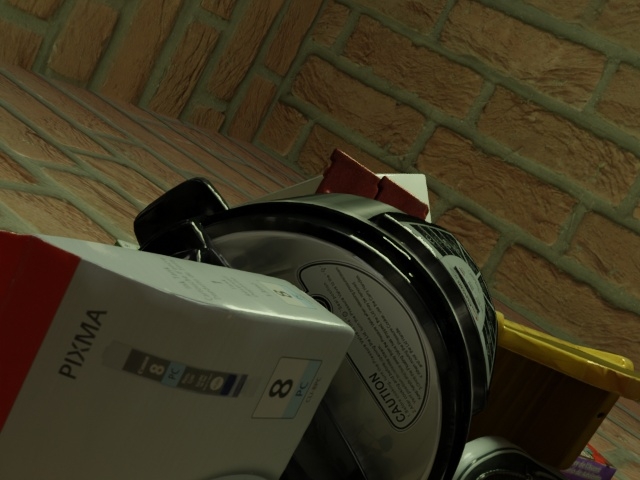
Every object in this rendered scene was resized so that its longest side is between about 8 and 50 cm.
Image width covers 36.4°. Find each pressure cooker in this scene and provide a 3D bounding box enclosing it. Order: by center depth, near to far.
[{"bbox_3d":[-0.018,0.140,0.994,0.369,0.376,0.420,15,7,12],"label":"pressure cooker"}]

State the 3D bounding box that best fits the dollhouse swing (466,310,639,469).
[{"bbox_3d":[0.329,0.267,1.426,0.346,0.315,0.305,21,15,-37],"label":"dollhouse swing"}]

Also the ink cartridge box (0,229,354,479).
[{"bbox_3d":[-0.176,0.154,0.624,0.091,0.308,0.385,35,12,35],"label":"ink cartridge box"}]

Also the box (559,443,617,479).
[{"bbox_3d":[0.402,0.357,1.871,0.201,0.057,0.293,21,12,-31],"label":"box"}]

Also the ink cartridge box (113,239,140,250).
[{"bbox_3d":[-0.275,0.058,1.540,0.209,0.062,0.109,20,14,-38],"label":"ink cartridge box"}]

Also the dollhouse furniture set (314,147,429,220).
[{"bbox_3d":[-0.011,0.077,1.361,0.152,0.374,0.201,30,-7,-1],"label":"dollhouse furniture set"}]

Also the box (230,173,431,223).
[{"bbox_3d":[0.000,0.000,1.673,0.215,0.168,0.345,-3,-6,-36],"label":"box"}]

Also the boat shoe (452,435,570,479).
[{"bbox_3d":[0.294,0.362,1.374,0.335,0.121,0.119,21,10,-43],"label":"boat shoe"}]
